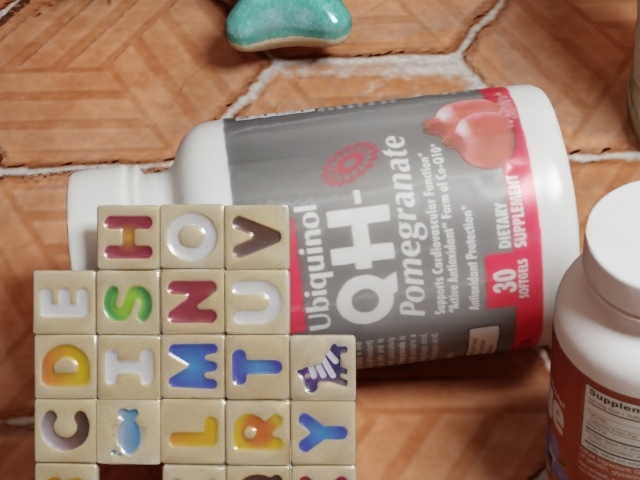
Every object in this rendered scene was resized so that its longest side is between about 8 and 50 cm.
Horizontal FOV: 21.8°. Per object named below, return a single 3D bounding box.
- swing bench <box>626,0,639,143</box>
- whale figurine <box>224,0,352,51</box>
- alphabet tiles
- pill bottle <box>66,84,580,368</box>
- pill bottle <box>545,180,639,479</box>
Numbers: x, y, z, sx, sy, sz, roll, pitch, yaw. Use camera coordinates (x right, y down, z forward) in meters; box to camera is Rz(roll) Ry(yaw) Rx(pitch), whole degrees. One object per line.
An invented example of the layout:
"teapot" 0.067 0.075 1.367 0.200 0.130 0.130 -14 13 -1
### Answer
"swing bench" 0.342 -0.217 1.235 0.254 0.253 0.165 -14 45 -10
"whale figurine" -0.030 -0.273 1.407 0.216 0.141 0.272 -2 45 3
"alphabet tiles" -0.077 0.097 1.005 0.198 0.237 0.009 0 1 5
"pill bottle" 0.000 0.000 1.098 0.318 0.176 0.176 -7 44 -2
"pill bottle" 0.196 0.072 0.975 0.121 0.216 0.121 -2 44 2
